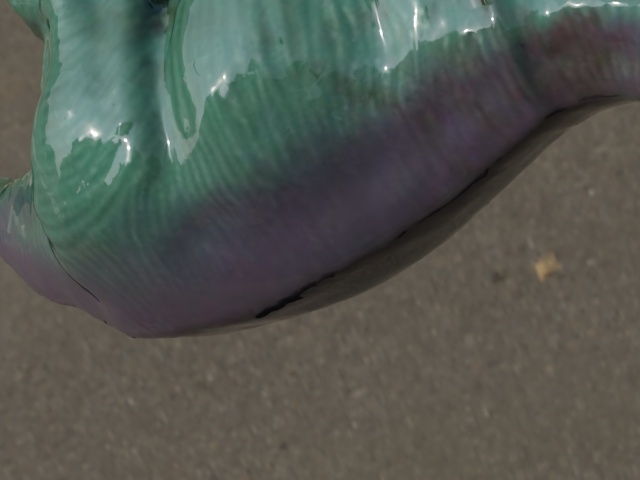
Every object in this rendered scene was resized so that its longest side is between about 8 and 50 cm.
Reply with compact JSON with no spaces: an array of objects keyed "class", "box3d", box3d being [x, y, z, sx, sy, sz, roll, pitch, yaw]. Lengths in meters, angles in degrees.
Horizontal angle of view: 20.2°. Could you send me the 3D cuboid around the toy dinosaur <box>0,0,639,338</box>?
[{"class":"toy dinosaur","box3d":[0.000,0.000,0.453,0.383,0.129,0.331,-37,45,25]}]
